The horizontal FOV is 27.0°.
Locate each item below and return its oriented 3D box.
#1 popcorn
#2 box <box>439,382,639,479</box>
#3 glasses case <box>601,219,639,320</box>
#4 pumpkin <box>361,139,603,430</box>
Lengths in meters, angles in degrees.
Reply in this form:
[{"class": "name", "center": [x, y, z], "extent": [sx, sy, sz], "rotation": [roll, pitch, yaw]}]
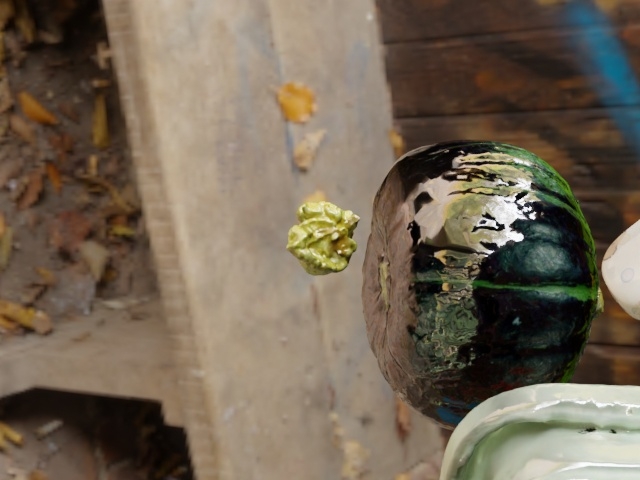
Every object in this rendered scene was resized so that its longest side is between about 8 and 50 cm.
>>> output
[{"class": "popcorn", "center": [0.001, 0.003, 1.169], "extent": [0.083, 0.059, 0.068], "rotation": [-37, 143, -63]}, {"class": "box", "center": [0.133, 0.237, 0.559], "extent": [0.182, 0.175, 0.312], "rotation": [-95, -171, -59]}, {"class": "glasses case", "center": [0.236, -0.012, 0.753], "extent": [0.041, 0.164, 0.063], "rotation": [52, 9, -37]}, {"class": "pumpkin", "center": [0.171, 0.045, 1.373], "extent": [0.238, 0.315, 0.315], "rotation": [6, 84, -8]}]
